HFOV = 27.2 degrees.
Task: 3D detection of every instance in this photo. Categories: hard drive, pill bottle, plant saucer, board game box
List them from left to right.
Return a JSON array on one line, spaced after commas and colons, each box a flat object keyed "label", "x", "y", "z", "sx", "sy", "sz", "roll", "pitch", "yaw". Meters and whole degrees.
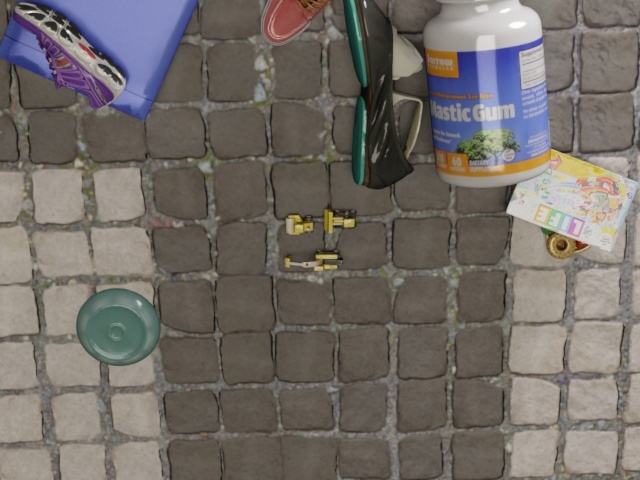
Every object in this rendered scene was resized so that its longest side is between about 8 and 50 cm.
[{"label": "plant saucer", "x": -0.286, "y": 0.127, "z": 1.866, "sx": 0.119, "sy": 0.021, "sz": 0.119, "roll": 0, "pitch": 108, "yaw": -1}, {"label": "hard drive", "x": -0.259, "y": -0.340, "z": 1.699, "sx": 0.210, "sy": 0.040, "sz": 0.318, "roll": 24, "pitch": 107, "yaw": -9}, {"label": "pill bottle", "x": 0.210, "y": -0.216, "z": 1.693, "sx": 0.152, "sy": 0.152, "sz": 0.271, "roll": -8, "pitch": 108, "yaw": 1}, {"label": "board game box", "x": 0.340, "y": -0.059, "z": 1.796, "sx": 0.154, "sy": 0.026, "sz": 0.103, "roll": 20, "pitch": 97, "yaw": -1}]

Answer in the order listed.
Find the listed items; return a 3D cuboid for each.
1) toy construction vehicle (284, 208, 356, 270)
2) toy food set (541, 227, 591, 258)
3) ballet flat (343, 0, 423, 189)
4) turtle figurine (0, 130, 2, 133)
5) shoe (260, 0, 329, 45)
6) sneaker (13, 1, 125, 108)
[{"label": "toy construction vehicle", "x": 0.000, "y": 0.000, "z": 1.822, "sx": 0.098, "sy": 0.035, "sz": 0.085, "roll": 2, "pitch": 108, "yaw": -2}, {"label": "toy food set", "x": 0.348, "y": -0.018, "z": 1.832, "sx": 0.083, "sy": 0.020, "sz": 0.082, "roll": -15, "pitch": 108, "yaw": 4}, {"label": "ballet flat", "x": 0.084, "y": -0.202, "z": 1.734, "sx": 0.096, "sy": 0.095, "sz": 0.280, "roll": -8, "pitch": 119, "yaw": -9}, {"label": "turtle figurine", "x": -0.515, "y": -0.160, "z": 1.720, "sx": 0.234, "sy": 0.118, "sz": 0.175, "roll": -34, "pitch": 147, "yaw": 11}, {"label": "shoe", "x": -0.015, "y": -0.319, "z": 1.690, "sx": 0.063, "sy": 0.081, "sz": 0.178, "roll": 38, "pitch": 104, "yaw": -13}, {"label": "sneaker", "x": -0.328, "y": -0.232, "z": 1.679, "sx": 0.071, "sy": 0.068, "sz": 0.170, "roll": -41, "pitch": 106, "yaw": 18}]
